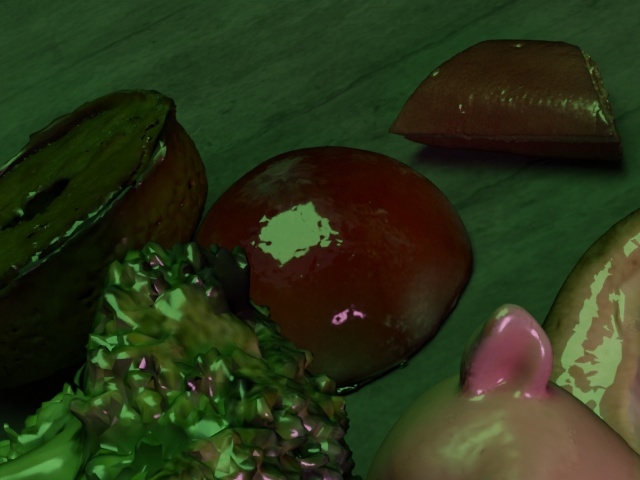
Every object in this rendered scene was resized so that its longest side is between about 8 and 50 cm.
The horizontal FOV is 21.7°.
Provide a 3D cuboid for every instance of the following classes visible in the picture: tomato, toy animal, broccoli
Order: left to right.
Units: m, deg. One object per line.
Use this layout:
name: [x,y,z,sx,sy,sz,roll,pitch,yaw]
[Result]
broccoli: [-0.096,0.168,0.878,0.317,0.277,0.338,11,40,30]
tomato: [0.000,0.000,1.183,0.199,0.112,0.228,-9,40,17]
toy animal: [0.118,0.171,0.798,0.154,0.166,0.250,-18,68,-36]

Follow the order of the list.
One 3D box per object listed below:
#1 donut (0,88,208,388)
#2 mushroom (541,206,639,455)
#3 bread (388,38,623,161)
donut: [-0.193,0.004,1.247,0.272,0.107,0.272,-29,27,16]
mushroom: [0.239,0.079,0.909,0.278,0.146,0.278,-14,55,21]
bread: [0.157,-0.112,1.274,0.192,0.067,0.119,5,43,34]
